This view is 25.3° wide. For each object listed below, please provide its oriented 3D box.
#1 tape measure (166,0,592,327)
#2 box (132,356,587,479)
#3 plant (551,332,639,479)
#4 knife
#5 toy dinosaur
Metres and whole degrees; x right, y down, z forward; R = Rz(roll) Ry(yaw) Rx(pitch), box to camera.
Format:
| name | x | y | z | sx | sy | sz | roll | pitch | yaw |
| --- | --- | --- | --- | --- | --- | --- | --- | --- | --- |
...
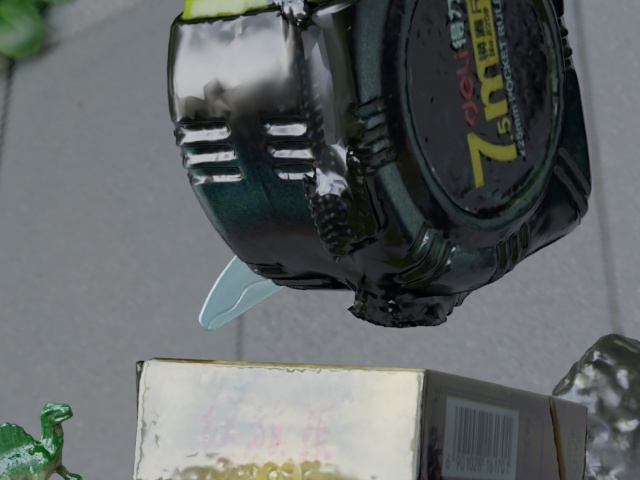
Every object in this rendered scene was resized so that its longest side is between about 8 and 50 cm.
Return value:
| name | x | y | z | sx | sy | sz | roll | pitch | yaw |
| --- | --- | --- | --- | --- | --- | --- | --- | --- | --- |
| tape measure | 0.023 | -0.069 | 0.558 | 0.112 | 0.186 | 0.199 | -3 | 105 | 38 |
| box | 0.030 | 0.105 | 0.751 | 0.159 | 0.240 | 0.071 | -2 | 79 | 27 |
| plant | 0.307 | 0.235 | 1.174 | 0.320 | 0.181 | 0.194 | 40 | 78 | 10 |
| knife | 0.000 | -0.002 | 1.540 | 0.331 | 0.080 | 0.044 | -25 | 2 | -27 |
| toy dinosaur | -0.196 | 0.143 | 0.868 | 0.119 | 0.060 | 0.029 | -26 | 9 | 1 |
